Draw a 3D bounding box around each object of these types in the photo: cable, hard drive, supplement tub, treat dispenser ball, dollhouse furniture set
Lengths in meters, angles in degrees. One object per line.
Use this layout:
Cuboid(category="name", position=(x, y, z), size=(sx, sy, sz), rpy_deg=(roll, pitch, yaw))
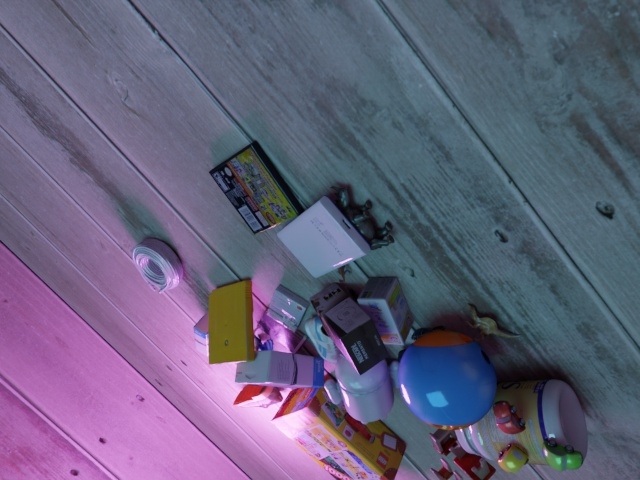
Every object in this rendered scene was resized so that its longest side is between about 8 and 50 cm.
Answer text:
Cuboid(category="cable", position=(-0.739, 0.110, 2.028), size=(0.257, 0.089, 0.257), rpy_deg=(-15, 115, 40))
Cuboid(category="hard drive", position=(0.000, 0.000, 1.418), size=(0.210, 0.040, 0.318), rpy_deg=(49, 147, -6))
Cuboid(category="supplement tub", position=(0.616, 0.566, 1.393), size=(0.331, 0.241, 0.241), rpy_deg=(-21, 112, 42))
Cuboid(category="treat dispenser ball", position=(0.382, 0.420, 1.350), size=(0.288, 0.288, 0.288), rpy_deg=(18, 133, 21))
Cuboid(category="dollhouse furniture set", position=(0.534, 0.804, 1.658), size=(0.135, 0.262, 0.259), rpy_deg=(57, 168, -21))

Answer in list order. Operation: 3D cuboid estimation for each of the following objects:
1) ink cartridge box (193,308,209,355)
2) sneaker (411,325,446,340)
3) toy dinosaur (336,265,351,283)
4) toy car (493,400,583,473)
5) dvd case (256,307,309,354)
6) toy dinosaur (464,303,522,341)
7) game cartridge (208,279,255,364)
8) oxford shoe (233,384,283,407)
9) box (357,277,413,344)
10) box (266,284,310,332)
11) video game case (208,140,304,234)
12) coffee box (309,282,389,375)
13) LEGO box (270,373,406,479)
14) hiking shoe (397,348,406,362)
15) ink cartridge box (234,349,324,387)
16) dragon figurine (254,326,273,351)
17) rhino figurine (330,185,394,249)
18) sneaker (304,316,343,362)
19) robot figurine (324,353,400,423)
Cuboid(category="ink cartridge box", position=(-0.526, 0.435, 2.115), size=(0.082, 0.140, 0.191), rpy_deg=(25, 135, 12))
Cuboid(category="sneaker", position=(0.370, 0.330, 1.500), size=(0.135, 0.052, 0.058), rpy_deg=(-17, 118, 42))
Cuboid(category="toy dinosaur", position=(0.065, 0.102, 1.499), size=(0.047, 0.090, 0.082), rpy_deg=(-13, 73, 29))
Cuboid(category="toy car", position=(0.587, 0.572, 1.218), size=(0.224, 0.053, 0.239), rpy_deg=(3, 111, 39))
Cuboid(category="dvd case", position=(-0.168, 0.398, 1.936), size=(0.221, 0.018, 0.165), rpy_deg=(35, 137, 4))
Cuboid(category="toy dinosaur", position=(0.508, 0.271, 1.357), size=(0.183, 0.053, 0.093), rpy_deg=(34, 135, 5))
Cuboid(category="game cartridge", position=(-0.377, 0.350, 1.870), size=(0.052, 0.324, 0.285), rpy_deg=(13, 158, -44))
Cuboid(category="oxford shoe", position=(-0.335, 0.837, 2.335), size=(0.133, 0.130, 0.363), rpy_deg=(45, 137, -15))
Cuboid(category="box", position=(0.218, 0.234, 1.473), size=(0.103, 0.114, 0.203), rpy_deg=(-5, 123, 35))
Cuboid(category="box", position=(-0.134, 0.278, 1.800), size=(0.145, 0.038, 0.186), rpy_deg=(31, 137, 8))
Cuboid(category="video game case", position=(-0.218, -0.166, 1.493), size=(0.248, 0.035, 0.275), rpy_deg=(-20, 112, 42))
Cuboid(category="coffee box", position=(0.087, 0.286, 1.490), size=(0.168, 0.118, 0.297), rpy_deg=(64, 169, -24))
Cuboid(category="LEGO box", position=(0.076, 0.888, 2.051), size=(0.500, 0.193, 0.372), rpy_deg=(43, 137, -5))
Cuboid(category="hiking shoe", position=(0.382, 0.517, 1.585), size=(0.304, 0.132, 0.113), rpy_deg=(46, 136, -7))
Cuboid(category="ink cartridge box", position=(-0.167, 0.544, 1.865), size=(0.223, 0.129, 0.307), rpy_deg=(-17, 152, 42))
Cuboid(category="dragon figurine", position=(-0.274, 0.487, 2.030), size=(0.085, 0.144, 0.289), rpy_deg=(14, 112, 28))
Cuboid(category="rhino figurine", position=(0.110, -0.068, 1.328), size=(0.243, 0.073, 0.106), rpy_deg=(47, 133, -7))
Cuboid(category="sneaker", position=(0.032, 0.397, 1.755), size=(0.092, 0.087, 0.229), rpy_deg=(-20, 114, 40))
Cuboid(category="robot figurine", position=(0.168, 0.545, 1.701), size=(0.299, 0.200, 0.354), rpy_deg=(-17, 122, -4))
